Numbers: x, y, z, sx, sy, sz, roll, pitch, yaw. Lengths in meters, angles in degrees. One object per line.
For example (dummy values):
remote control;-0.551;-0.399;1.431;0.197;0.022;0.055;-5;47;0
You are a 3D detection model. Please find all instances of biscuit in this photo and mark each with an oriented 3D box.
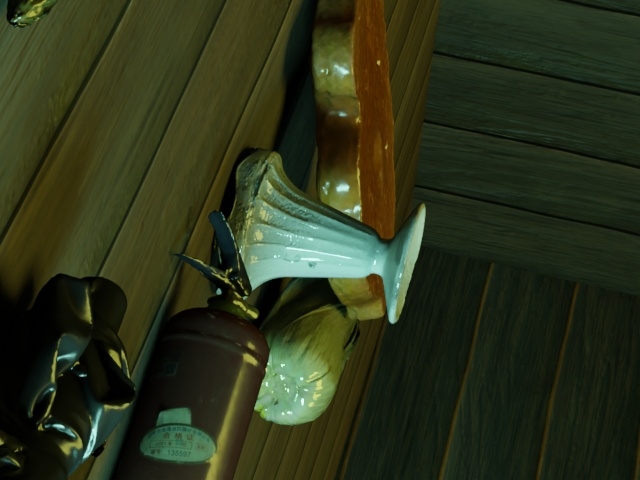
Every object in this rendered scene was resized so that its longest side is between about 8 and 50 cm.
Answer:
biscuit;0.042;-0.121;2.107;0.350;0.078;0.455;-58;146;-66

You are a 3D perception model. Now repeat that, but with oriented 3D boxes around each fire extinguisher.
fire extinguisher;-0.120;0.140;1.549;0.138;0.102;0.344;41;56;-42

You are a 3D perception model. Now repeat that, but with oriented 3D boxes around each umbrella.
umbrella;-0.173;0.121;1.060;0.122;0.110;0.272;56;35;-31

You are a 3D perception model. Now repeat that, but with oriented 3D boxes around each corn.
corn;-0.017;0.125;2.145;0.122;0.123;0.305;-58;-178;25

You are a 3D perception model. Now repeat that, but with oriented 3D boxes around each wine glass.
wine glass;0.000;0.000;1.801;0.165;0.197;0.164;13;90;-80

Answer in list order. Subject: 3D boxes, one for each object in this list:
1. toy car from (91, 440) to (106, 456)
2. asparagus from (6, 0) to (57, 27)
toy car;-0.176;0.126;1.332;0.041;0.025;0.093;-66;163;-51
asparagus;-0.147;-0.177;1.010;0.036;0.030;0.165;-50;-163;46
